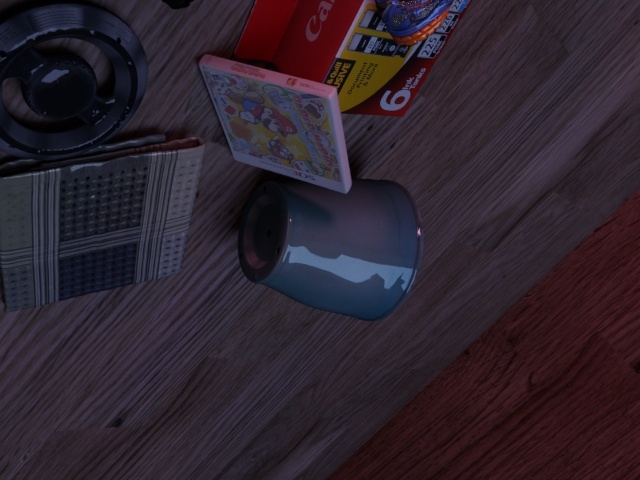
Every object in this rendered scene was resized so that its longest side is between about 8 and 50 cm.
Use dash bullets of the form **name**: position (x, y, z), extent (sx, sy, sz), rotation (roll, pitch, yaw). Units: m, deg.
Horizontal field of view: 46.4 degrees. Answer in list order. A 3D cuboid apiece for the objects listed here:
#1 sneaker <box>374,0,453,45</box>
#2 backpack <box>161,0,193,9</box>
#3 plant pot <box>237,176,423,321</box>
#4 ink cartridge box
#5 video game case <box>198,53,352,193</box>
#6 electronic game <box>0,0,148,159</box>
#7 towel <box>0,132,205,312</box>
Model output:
- **sneaker**: position (0.156, -0.346, 0.931), extent (0.221, 0.083, 0.087), rotation (-48, 137, 14)
- **backpack**: position (-0.123, -0.412, 0.629), extent (0.356, 0.273, 0.290), rotation (-39, 175, 28)
- **plant pot**: position (0.000, 0.000, 1.354), extent (0.255, 0.271, 0.271), rotation (10, 128, -32)
- **ink cartridge box**: position (0.064, -0.337, 1.054), extent (0.272, 0.130, 0.309), rotation (-6, 138, -40)
- **video game case**: position (-0.061, -0.167, 1.107), extent (0.227, 0.207, 0.026), rotation (76, 36, -58)
- **electronic game**: position (-0.325, -0.193, 0.931), extent (0.229, 0.048, 0.229), rotation (-25, 147, -18)
- **towel**: position (-0.341, -0.029, 1.157), extent (0.312, 0.056, 0.324), rotation (-13, 145, -30)
